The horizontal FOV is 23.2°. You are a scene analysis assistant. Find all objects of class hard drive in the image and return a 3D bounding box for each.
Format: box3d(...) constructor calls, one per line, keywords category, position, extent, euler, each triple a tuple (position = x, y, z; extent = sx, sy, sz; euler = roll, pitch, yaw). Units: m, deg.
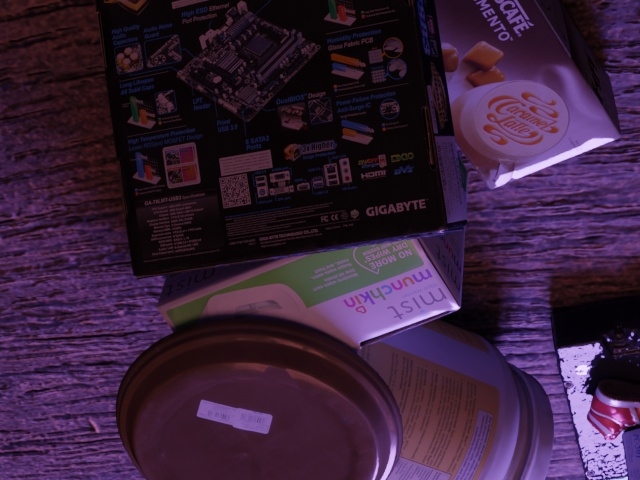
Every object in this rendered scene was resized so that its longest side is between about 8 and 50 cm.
box3d(category="hard drive", position=(0.410, 0.191, 1.819), extent=(0.237, 0.064, 0.339), euler=(-11, 134, 12))

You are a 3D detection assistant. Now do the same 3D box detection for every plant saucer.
box3d(category="plant saucer", position=(-0.061, 0.189, 1.483), extent=(0.278, 0.041, 0.278), euler=(4, 129, 4))

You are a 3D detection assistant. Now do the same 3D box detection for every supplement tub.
box3d(category="supplement tub", position=(0.062, 0.186, 1.682), extent=(0.331, 0.241, 0.241), euler=(23, 132, -28))

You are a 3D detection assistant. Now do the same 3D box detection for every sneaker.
box3d(category="sneaker", position=(0.358, 0.197, 1.750), extent=(0.118, 0.042, 0.067), euler=(15, 130, -4))

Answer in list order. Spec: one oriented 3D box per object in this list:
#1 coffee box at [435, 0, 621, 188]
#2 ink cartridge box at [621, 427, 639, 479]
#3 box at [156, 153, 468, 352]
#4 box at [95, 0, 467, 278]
box3d(category="coffee box", position=(0.157, -0.177, 1.420), extent=(0.141, 0.098, 0.246), euler=(-22, 131, 22))
box3d(category="ink cartridge box", position=(0.388, 0.320, 1.757), extent=(0.046, 0.207, 0.097), euler=(-19, 133, 20))
box3d(category="box", position=(0.000, 0.000, 1.498), extent=(0.262, 0.231, 0.127), euler=(-20, 120, 22))
box3d(category="box", position=(-0.041, -0.131, 1.335), extent=(0.295, 0.293, 0.073), euler=(-9, 178, 21))
